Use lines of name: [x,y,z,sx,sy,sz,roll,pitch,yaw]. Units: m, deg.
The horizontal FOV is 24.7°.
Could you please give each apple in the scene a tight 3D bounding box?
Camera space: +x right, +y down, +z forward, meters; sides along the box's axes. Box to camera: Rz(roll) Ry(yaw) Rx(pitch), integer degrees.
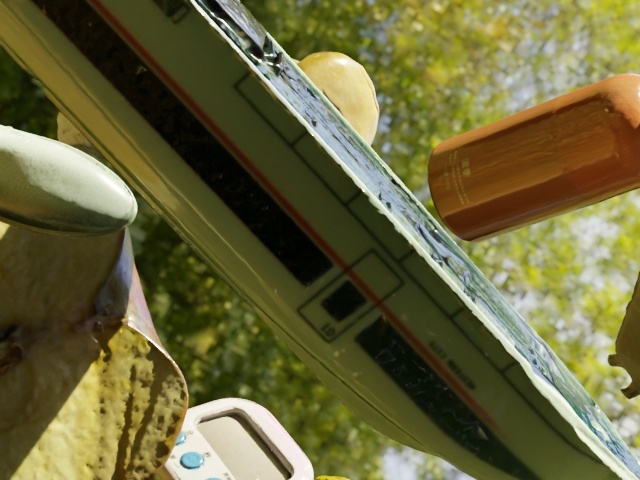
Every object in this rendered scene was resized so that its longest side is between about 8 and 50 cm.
apple: [-0.320,0.110,1.394,0.365,0.329,0.295,-28,146,-22]

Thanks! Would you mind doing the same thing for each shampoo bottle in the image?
shampoo bottle: [0.189,-0.065,1.005,0.244,0.085,0.085,-18,-137,39]

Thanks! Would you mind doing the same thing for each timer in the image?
timer: [-0.123,0.304,1.953,0.208,0.190,0.069,45,-42,41]

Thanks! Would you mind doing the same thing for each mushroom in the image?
mushroom: [-0.119,-0.132,1.420,0.407,0.154,0.137,13,-78,49]

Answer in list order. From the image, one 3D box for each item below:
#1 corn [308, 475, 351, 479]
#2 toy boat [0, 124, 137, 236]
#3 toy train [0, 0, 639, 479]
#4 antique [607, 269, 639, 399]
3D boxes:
corn: [0.088,0.336,1.543,0.363,0.120,0.120,12,-108,56]
toy boat: [-0.261,-0.054,1.191,0.078,0.260,0.085,-69,158,-13]
toy train: [0.000,0.000,0.659,0.088,0.407,0.086,-40,-167,13]
antique: [0.382,0.062,1.424,0.150,0.125,0.284,-24,145,-34]
